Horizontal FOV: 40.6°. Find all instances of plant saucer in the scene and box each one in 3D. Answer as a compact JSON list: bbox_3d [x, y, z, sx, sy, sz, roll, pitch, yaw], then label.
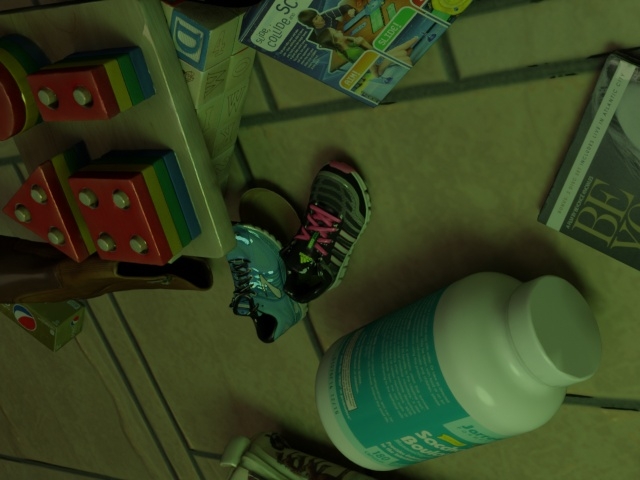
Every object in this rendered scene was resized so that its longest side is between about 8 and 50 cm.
[{"bbox_3d":[-0.050,-0.022,0.927,0.083,0.015,0.083,20,130,26],"label":"plant saucer"}]

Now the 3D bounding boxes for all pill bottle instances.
[{"bbox_3d":[0.124,0.119,0.802,0.146,0.146,0.264,52,136,-5],"label":"pill bottle"}]

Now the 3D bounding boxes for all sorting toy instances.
[{"bbox_3d":[-0.237,-0.091,0.838,0.256,0.089,0.257,5,123,35],"label":"sorting toy"}]

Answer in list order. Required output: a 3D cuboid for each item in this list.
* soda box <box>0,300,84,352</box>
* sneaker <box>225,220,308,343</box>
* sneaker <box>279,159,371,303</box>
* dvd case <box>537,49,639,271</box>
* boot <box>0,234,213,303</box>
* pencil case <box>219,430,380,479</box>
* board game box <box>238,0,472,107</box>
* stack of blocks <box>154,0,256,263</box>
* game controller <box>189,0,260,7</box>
[{"bbox_3d":[-0.431,0.080,1.257,0.181,0.058,0.061,34,135,13],"label":"soda box"},{"bbox_3d":[-0.068,0.047,0.929,0.063,0.073,0.162,4,134,40],"label":"sneaker"},{"bbox_3d":[0.000,0.000,0.862,0.063,0.075,0.170,30,134,16],"label":"sneaker"},{"bbox_3d":[0.293,-0.030,0.660,0.221,0.018,0.164,29,134,18],"label":"dvd case"},{"bbox_3d":[-0.309,0.043,1.001,0.281,0.264,0.096,1,81,43],"label":"boot"},{"bbox_3d":[0.067,0.353,1.003,0.411,0.160,0.183,15,127,29],"label":"pencil case"},{"bbox_3d":[0.041,-0.200,0.671,0.136,0.035,0.201,23,140,-22],"label":"board game box"},{"bbox_3d":[-0.174,-0.140,0.884,0.171,0.087,0.297,33,135,14],"label":"stack of blocks"},{"bbox_3d":[-0.173,-0.275,0.682,0.319,0.067,0.166,17,133,29],"label":"game controller"}]
